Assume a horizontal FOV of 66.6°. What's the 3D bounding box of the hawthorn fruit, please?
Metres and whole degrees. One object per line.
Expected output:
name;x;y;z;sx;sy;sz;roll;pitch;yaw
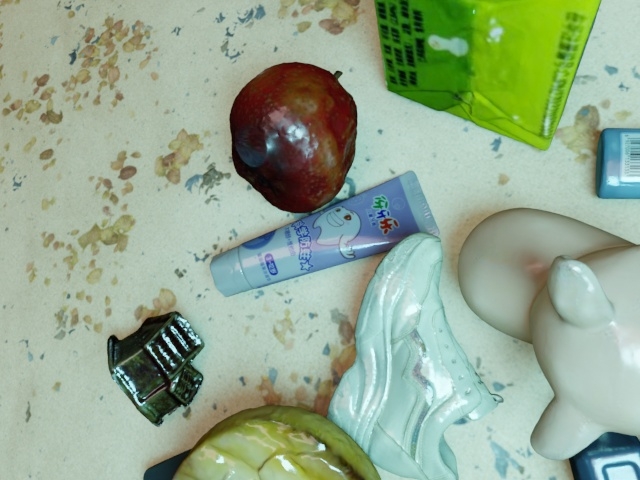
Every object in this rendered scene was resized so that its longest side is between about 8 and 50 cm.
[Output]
hawthorn fruit;-0.034;-0.189;0.789;0.210;0.230;0.266;17;68;14

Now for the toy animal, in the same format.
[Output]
toy animal;0.295;0.072;0.554;0.326;0.269;0.237;20;126;42

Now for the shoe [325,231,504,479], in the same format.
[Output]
shoe;0.150;0.168;0.676;0.210;0.132;0.342;17;87;21

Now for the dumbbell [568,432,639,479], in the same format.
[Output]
dumbbell;0.448;0.246;0.535;0.316;0.156;0.144;-17;100;16

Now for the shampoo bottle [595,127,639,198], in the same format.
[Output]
shampoo bottle;0.514;-0.100;0.645;0.258;0.061;0.104;5;77;21

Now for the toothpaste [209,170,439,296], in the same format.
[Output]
toothpaste;0.000;0.000;0.811;0.371;0.080;0.125;-19;67;7

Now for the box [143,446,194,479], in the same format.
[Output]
box;-0.181;0.445;0.760;0.160;0.050;0.230;-27;69;11

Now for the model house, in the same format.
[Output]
model house;-0.269;0.209;0.841;0.152;0.106;0.165;-34;103;-4

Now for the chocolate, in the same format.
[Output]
chocolate;0.230;-0.303;0.681;0.288;0.301;0.137;29;75;23

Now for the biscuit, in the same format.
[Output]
biscuit;-0.051;0.357;0.643;0.296;0.102;0.297;2;99;11
